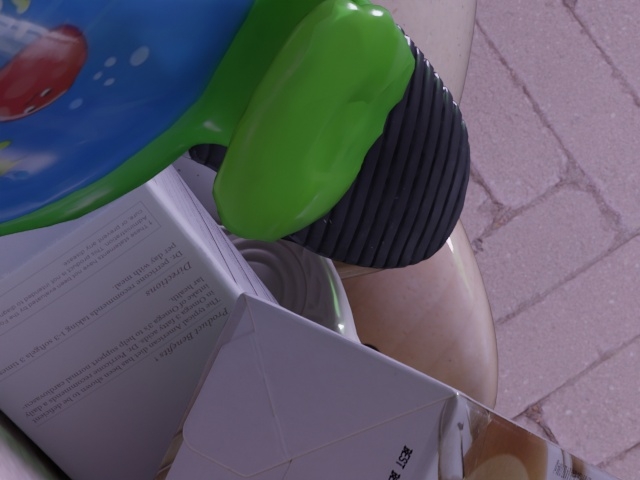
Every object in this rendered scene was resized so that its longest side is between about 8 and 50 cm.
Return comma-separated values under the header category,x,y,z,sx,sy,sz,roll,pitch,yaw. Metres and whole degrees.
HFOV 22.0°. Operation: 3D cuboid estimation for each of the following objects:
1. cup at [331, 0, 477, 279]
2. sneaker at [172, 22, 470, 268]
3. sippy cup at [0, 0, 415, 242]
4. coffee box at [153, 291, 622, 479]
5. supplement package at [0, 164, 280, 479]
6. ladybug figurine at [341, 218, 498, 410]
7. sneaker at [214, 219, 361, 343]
category,x,y,z,sx,sy,sz,roll,pitch,yaw
cup,-0.041,-0.090,1.119,0.331,0.331,0.237,36,47,-81
sneaker,-0.076,-0.076,0.797,0.330,0.122,0.146,22,-7,-32
sippy cup,-0.136,-0.110,0.399,0.224,0.305,0.240,-16,100,-75
coffee box,0.030,0.127,0.658,0.098,0.141,0.246,23,-5,28
supplement package,-0.082,0.032,0.692,0.179,0.105,0.105,55,1,-40
ladybug figurine,0.000,0.000,1.377,0.449,0.161,0.305,-121,-161,-48
sneaker,-0.016,0.110,0.909,0.350,0.131,0.148,63,-3,6
